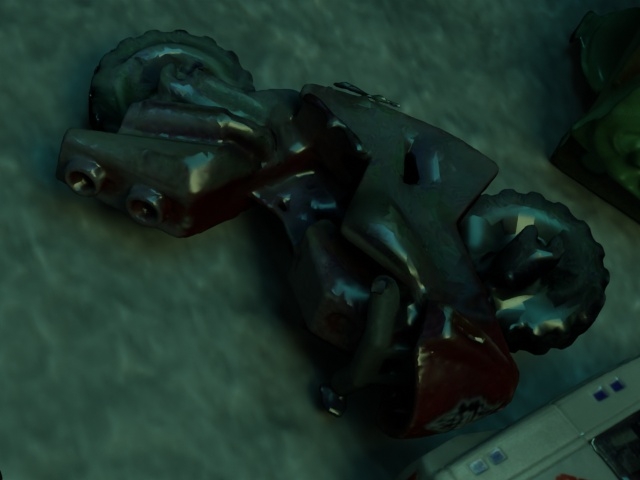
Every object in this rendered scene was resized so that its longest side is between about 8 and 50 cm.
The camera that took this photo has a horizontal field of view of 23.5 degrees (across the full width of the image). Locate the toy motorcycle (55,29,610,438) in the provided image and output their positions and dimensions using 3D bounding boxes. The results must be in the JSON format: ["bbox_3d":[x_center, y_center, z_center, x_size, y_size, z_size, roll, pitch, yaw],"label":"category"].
[{"bbox_3d":[0.000,0.001,0.573,0.213,0.082,0.122,26,47,3],"label":"toy motorcycle"}]

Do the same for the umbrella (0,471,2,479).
[{"bbox_3d":[-0.136,0.107,0.450,0.110,0.122,0.272,-17,69,18],"label":"umbrella"}]

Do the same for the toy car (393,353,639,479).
[{"bbox_3d":[0.127,0.095,0.569,0.210,0.089,0.108,-23,69,-27],"label":"toy car"}]

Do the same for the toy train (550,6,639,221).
[{"bbox_3d":[0.231,-0.133,0.701,0.159,0.129,0.326,34,58,0],"label":"toy train"}]
